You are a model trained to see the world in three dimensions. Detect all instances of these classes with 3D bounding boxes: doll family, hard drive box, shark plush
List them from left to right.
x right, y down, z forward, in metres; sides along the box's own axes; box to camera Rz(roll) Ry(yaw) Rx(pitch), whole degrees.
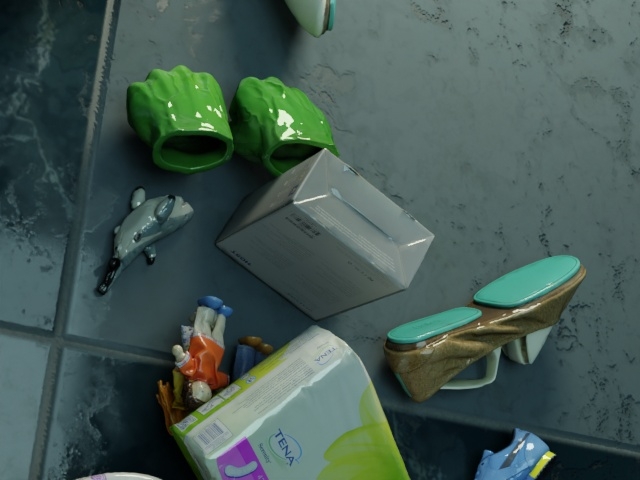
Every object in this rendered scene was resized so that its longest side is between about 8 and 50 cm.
[{"bbox_3d":[-0.217,0.004,1.635,0.067,0.073,0.161,57,49,-41],"label":"shark plush"},{"bbox_3d":[-0.113,0.192,1.625,0.263,0.118,0.163,32,57,-38],"label":"doll family"},{"bbox_3d":[0.000,0.000,1.648,0.181,0.232,0.089,38,62,-16],"label":"hard drive box"}]

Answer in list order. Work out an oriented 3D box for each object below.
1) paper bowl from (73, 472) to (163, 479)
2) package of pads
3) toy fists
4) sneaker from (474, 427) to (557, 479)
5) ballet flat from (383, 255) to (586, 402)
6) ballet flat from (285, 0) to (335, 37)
[{"bbox_3d":[-0.243,0.405,1.462,0.284,0.148,0.284,7,75,-27],"label":"paper bowl"},{"bbox_3d":[-0.016,0.274,1.564,0.229,0.101,0.296,-36,124,-19],"label":"package of pads"},{"bbox_3d":[-0.115,-0.150,1.685,0.279,0.096,0.142,2,46,-27],"label":"toy fists"},{"bbox_3d":[0.232,0.345,1.794,0.082,0.069,0.209,36,68,21],"label":"sneaker"},{"bbox_3d":[0.238,0.132,1.826,0.342,0.116,0.124,-24,110,-31],"label":"ballet flat"},{"bbox_3d":[-0.037,-0.463,1.820,0.139,0.139,0.400,13,67,-25],"label":"ballet flat"}]
